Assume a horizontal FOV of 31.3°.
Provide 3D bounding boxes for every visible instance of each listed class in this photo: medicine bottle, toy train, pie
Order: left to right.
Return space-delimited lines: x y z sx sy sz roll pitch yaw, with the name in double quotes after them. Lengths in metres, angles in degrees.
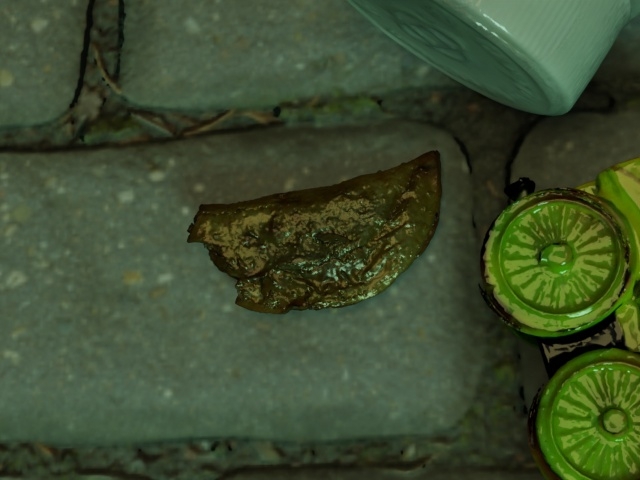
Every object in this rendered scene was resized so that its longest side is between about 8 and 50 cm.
0.000 0.000 0.725 0.170 0.034 0.092 -10 75 3 "pie"
0.153 -0.249 0.664 0.190 0.190 0.332 34 86 16 "medicine bottle"
0.191 0.093 0.631 0.160 0.100 0.296 -16 76 6 "toy train"
